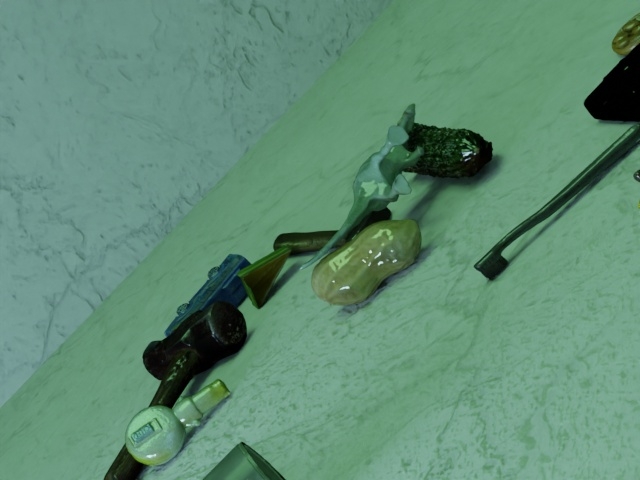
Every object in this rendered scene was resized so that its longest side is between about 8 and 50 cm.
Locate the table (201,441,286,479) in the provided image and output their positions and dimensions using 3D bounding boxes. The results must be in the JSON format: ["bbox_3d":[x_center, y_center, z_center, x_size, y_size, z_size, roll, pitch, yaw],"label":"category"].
[{"bbox_3d":[-0.131,0.367,1.469,0.220,0.126,0.126,-45,14,-3],"label":"table"}]

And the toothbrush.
[{"bbox_3d":[0.325,-0.055,1.619,0.297,0.030,0.030,-42,5,2],"label":"toothbrush"}]

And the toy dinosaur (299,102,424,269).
[{"bbox_3d":[0.094,-0.093,2.008,0.393,0.092,0.205,-61,8,-17],"label":"toy dinosaur"}]

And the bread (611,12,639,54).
[{"bbox_3d":[0.509,-0.334,1.913,0.110,0.024,0.110,-41,16,14],"label":"bread"}]

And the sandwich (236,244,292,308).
[{"bbox_3d":[-0.097,0.071,2.383,0.116,0.074,0.074,-30,13,-9],"label":"sandwich"}]

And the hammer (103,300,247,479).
[{"bbox_3d":[-0.287,0.301,2.211,0.242,0.095,0.409,-31,25,42],"label":"hammer"}]

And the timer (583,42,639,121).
[{"bbox_3d":[0.460,-0.232,1.700,0.144,0.055,0.187,-45,15,-6],"label":"timer"}]

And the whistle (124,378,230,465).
[{"bbox_3d":[-0.245,0.303,2.056,0.198,0.057,0.104,-35,53,-5],"label":"whistle"}]

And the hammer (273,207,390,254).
[{"bbox_3d":[0.000,0.000,2.320,0.168,0.044,0.440,-49,15,-18],"label":"hammer"}]

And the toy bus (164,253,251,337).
[{"bbox_3d":[-0.218,0.132,2.497,0.094,0.079,0.236,5,48,50],"label":"toy bus"}]

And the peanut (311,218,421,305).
[{"bbox_3d":[0.074,0.035,1.926,0.214,0.090,0.099,-38,26,25],"label":"peanut"}]

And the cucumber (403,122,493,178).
[{"bbox_3d":[0.214,-0.155,2.091,0.096,0.096,0.359,-46,17,-8],"label":"cucumber"}]

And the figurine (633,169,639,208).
[{"bbox_3d":[0.398,-0.022,1.180,0.137,0.112,0.229,-47,25,22],"label":"figurine"}]
